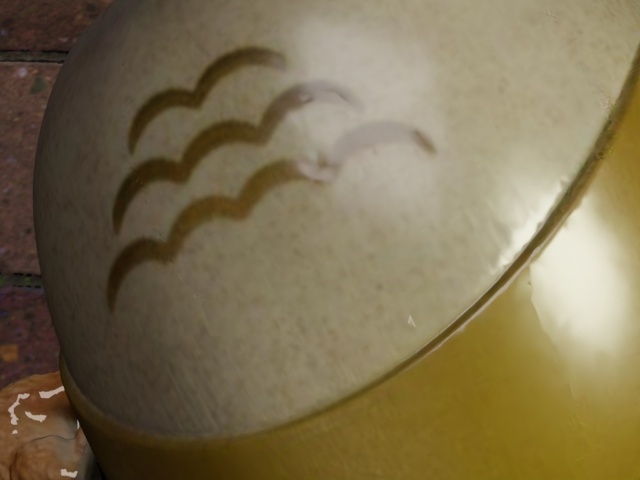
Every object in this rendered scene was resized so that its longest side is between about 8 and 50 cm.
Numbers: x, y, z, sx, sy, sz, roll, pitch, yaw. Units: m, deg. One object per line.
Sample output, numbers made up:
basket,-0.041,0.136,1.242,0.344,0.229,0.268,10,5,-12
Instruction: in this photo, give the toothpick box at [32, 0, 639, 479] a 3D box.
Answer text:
toothpick box,0.061,0.047,0.848,0.408,0.409,0.425,-22,78,-8

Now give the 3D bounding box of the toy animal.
toy animal,-0.227,0.163,0.992,0.185,0.104,0.184,6,52,9
